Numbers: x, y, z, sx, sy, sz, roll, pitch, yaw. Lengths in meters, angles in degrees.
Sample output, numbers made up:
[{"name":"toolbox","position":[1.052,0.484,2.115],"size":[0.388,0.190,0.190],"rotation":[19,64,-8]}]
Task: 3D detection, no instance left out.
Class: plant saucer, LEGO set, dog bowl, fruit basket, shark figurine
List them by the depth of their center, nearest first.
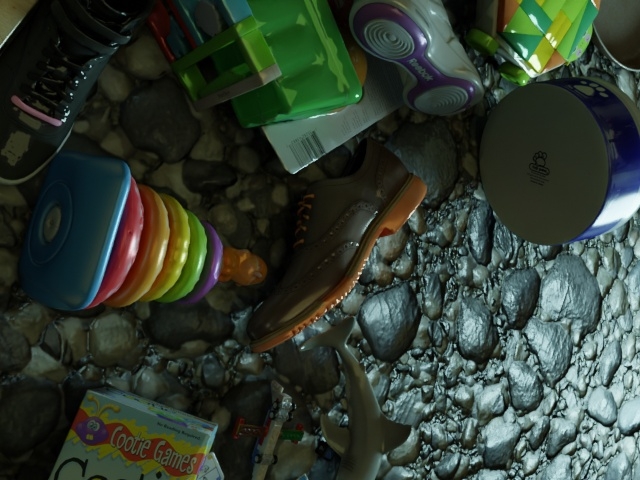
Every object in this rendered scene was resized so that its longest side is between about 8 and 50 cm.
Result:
[{"name":"fruit basket","position":[-0.004,-0.303,0.906],"size":[0.353,0.165,0.327],"rotation":[-40,112,-43]},{"name":"LEGO set","position":[-0.091,0.319,0.909],"size":[0.244,0.060,0.182],"rotation":[-30,118,-27]},{"name":"shark figurine","position":[0.072,0.246,0.950],"size":[0.166,0.116,0.278],"rotation":[3,80,-54]},{"name":"dog bowl","position":[0.386,-0.127,1.066],"size":[0.104,0.265,0.265],"rotation":[-13,97,-30]},{"name":"plant saucer","position":[0.614,-0.496,1.338],"size":[0.310,0.050,0.311],"rotation":[0,90,-32]}]

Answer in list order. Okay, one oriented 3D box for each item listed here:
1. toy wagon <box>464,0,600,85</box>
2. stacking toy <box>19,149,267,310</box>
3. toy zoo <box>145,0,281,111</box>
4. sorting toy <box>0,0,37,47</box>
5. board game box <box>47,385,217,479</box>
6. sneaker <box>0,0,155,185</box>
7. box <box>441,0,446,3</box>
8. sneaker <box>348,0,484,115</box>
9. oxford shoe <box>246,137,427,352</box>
[{"name":"toy wagon","position":[0.393,-0.397,1.120],"size":[0.344,0.068,0.267],"rotation":[22,104,-45]},{"name":"stacking toy","position":[-0.182,0.015,0.790],"size":[0.302,0.175,0.166],"rotation":[18,87,-46]},{"name":"toy zoo","position":[-0.168,-0.297,0.751],"size":[0.030,0.192,0.293],"rotation":[-37,109,-27]},{"name":"sorting toy","position":[-0.429,-0.275,0.644],"size":[0.257,0.089,0.255],"rotation":[38,71,-28]},{"name":"board game box","position":[-0.230,0.315,0.719],"size":[0.144,0.142,0.275],"rotation":[20,77,-2]},{"name":"sneaker","position":[-0.277,-0.198,0.709],"size":[0.104,0.147,0.296],"rotation":[30,76,-31]},{"name":"box","position":[0.179,-0.449,0.895],"size":[0.232,0.059,0.183],"rotation":[-41,131,-3]},{"name":"sneaker","position":[0.143,-0.274,0.875],"size":[0.305,0.114,0.152],"rotation":[34,56,-55]},{"name":"oxford shoe","position":[0.000,0.000,0.918],"size":[0.133,0.130,0.364],"rotation":[47,59,-10]}]
